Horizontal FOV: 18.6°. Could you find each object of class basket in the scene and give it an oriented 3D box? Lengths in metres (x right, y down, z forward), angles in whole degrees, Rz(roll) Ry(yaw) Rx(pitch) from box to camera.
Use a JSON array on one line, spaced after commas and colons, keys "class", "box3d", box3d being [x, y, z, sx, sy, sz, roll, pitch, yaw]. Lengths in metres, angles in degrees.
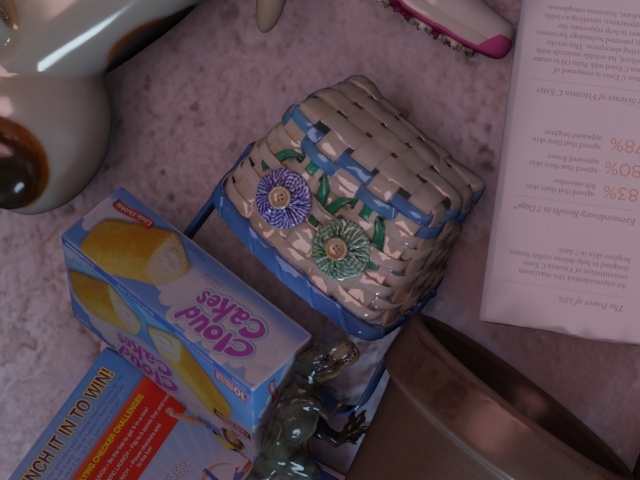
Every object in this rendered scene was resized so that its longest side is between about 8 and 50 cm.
[{"class": "basket", "box3d": [0.000, 0.000, 1.918, 0.255, 0.201, 0.289, 40, 127, 13]}]

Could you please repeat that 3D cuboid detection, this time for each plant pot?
[{"class": "plant pot", "box3d": [0.126, 0.234, 1.833, 0.263, 0.263, 0.229, 38, 96, 13]}]

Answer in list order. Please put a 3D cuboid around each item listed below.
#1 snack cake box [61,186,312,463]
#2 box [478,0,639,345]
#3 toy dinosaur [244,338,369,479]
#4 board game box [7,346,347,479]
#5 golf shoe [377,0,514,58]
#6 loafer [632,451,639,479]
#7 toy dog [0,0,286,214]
[{"class": "snack cake box", "box3d": [-0.132, 0.084, 1.942, 0.264, 0.152, 0.089, 37, 61, 22]}, {"class": "box", "box3d": [0.289, -0.079, 1.838, 0.215, 0.168, 0.345, 9, 93, 16]}, {"class": "toy dinosaur", "box3d": [-0.017, 0.206, 1.886, 0.268, 0.118, 0.064, -63, 36, 13]}, {"class": "board game box", "box3d": [-0.169, 0.306, 1.944, 0.302, 0.086, 0.308, 27, 62, 15]}, {"class": "golf shoe", "box3d": [0.082, -0.300, 1.929, 0.306, 0.115, 0.140, 39, 98, 12]}, {"class": "loafer", "box3d": [0.460, 0.214, 1.807, 0.366, 0.134, 0.130, -1, 91, 17]}, {"class": "toy dog", "box3d": [-0.262, -0.225, 1.978, 0.395, 0.284, 0.408, 27, 100, -3]}]
